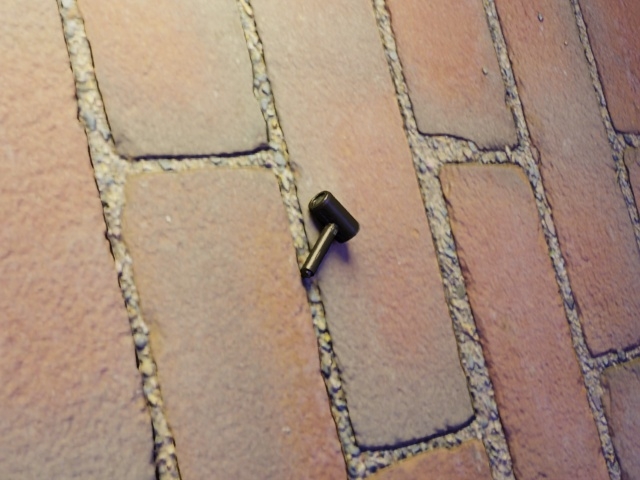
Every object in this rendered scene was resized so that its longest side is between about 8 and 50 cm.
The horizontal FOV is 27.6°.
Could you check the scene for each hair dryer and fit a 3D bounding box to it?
[{"bbox_3d":[0.000,0.000,1.146,0.047,0.026,0.083,45,53,-23],"label":"hair dryer"}]
